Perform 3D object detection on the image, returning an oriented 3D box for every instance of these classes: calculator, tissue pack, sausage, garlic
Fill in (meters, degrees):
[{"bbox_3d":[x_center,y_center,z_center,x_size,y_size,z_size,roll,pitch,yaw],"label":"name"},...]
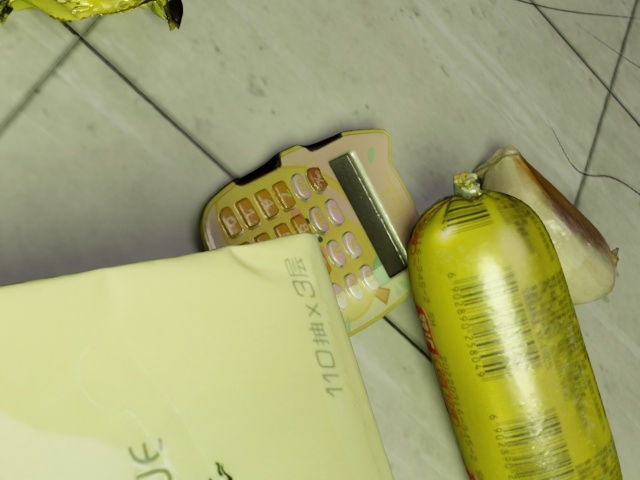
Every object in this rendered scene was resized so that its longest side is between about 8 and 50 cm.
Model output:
[{"bbox_3d":[0.000,0.000,0.834,0.236,0.033,0.157,-28,92,-42],"label":"calculator"},{"bbox_3d":[-0.101,0.222,0.526,0.332,0.205,0.405,-11,78,-40],"label":"tissue pack"},{"bbox_3d":[0.159,0.111,0.840,0.123,0.123,0.347,-22,98,-44],"label":"sausage"},{"bbox_3d":[0.236,0.000,1.005,0.198,0.090,0.128,31,41,-22],"label":"garlic"}]

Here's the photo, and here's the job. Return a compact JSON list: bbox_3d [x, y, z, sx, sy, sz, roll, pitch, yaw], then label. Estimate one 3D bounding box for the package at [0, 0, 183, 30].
[{"bbox_3d":[-0.193,-0.250,0.731,0.168,0.090,0.226,-13,83,-47],"label":"package"}]
